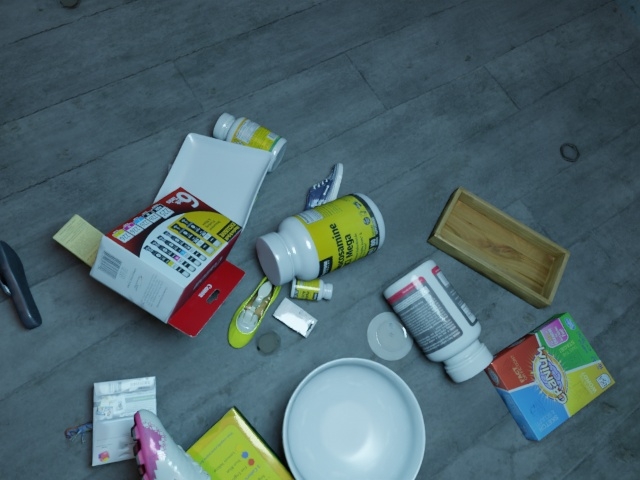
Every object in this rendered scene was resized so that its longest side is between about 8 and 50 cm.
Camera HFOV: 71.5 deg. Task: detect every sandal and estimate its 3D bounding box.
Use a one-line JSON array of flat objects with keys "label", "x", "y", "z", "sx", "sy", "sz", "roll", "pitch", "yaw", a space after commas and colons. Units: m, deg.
[{"label": "sandal", "x": -0.797, "y": 0.113, "z": 1.143, "sx": 0.054, "sy": 0.097, "sz": 0.254, "roll": -24, "pitch": 78, "yaw": -16}]

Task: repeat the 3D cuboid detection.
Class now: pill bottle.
[{"label": "pill bottle", "x": 0.335, "y": 0.227, "z": 1.254, "sx": 0.176, "sy": 0.176, "sz": 0.318, "roll": -31, "pitch": 79, "yaw": -17}, {"label": "pill bottle", "x": -0.027, "y": 0.140, "z": 1.281, "sx": 0.116, "sy": 0.065, "sz": 0.065, "roll": 8, "pitch": 71, "yaw": -7}, {"label": "pill bottle", "x": -0.218, "y": -0.306, "z": 1.369, "sx": 0.208, "sy": 0.117, "sz": 0.117, "roll": 29, "pitch": 70, "yaw": 0}, {"label": "pill bottle", "x": 0.000, "y": 0.000, "z": 1.243, "sx": 0.334, "sy": 0.188, "sz": 0.188, "roll": -23, "pitch": 77, "yaw": -25}]

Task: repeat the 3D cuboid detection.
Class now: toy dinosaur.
[{"label": "toy dinosaur", "x": -0.584, "y": 0.469, "z": 1.104, "sx": 0.082, "sy": 0.047, "sz": 0.090, "roll": 11, "pitch": 37, "yaw": 3}]

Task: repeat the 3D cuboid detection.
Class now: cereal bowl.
[{"label": "cereal bowl", "x": 0.070, "y": 0.458, "z": 1.078, "sx": 0.339, "sy": 0.141, "sz": 0.339, "roll": 3, "pitch": 73, "yaw": -9}]

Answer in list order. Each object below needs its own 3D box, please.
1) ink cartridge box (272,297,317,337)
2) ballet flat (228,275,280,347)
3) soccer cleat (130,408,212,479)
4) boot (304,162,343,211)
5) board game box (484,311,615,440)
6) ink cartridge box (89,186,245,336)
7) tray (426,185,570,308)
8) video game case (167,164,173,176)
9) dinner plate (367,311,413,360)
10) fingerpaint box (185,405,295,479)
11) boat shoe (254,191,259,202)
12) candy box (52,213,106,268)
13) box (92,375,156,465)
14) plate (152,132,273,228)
[{"label": "ink cartridge box", "x": -0.072, "y": 0.222, "z": 1.266, "sx": 0.115, "sy": 0.029, "sz": 0.063, "roll": 35, "pitch": 69, "yaw": 2}, {"label": "ballet flat", "x": -0.183, "y": 0.188, "z": 1.232, "sx": 0.077, "sy": 0.077, "sz": 0.231, "roll": 31, "pitch": 70, "yaw": 1}, {"label": "soccer cleat", "x": -0.295, "y": 0.503, "z": 0.933, "sx": 0.143, "sy": 0.116, "sz": 0.331, "roll": -15, "pitch": 75, "yaw": -29}, {"label": "boot", "x": 0.011, "y": -0.166, "z": 1.386, "sx": 0.086, "sy": 0.069, "sz": 0.190, "roll": 16, "pitch": 72, "yaw": -7}, {"label": "board game box", "x": 0.672, "y": 0.394, "z": 1.315, "sx": 0.316, "sy": 0.064, "sz": 0.242, "roll": -27, "pitch": 78, "yaw": -17}, {"label": "ink cartridge box", "x": -0.326, "y": 0.040, "z": 1.075, "sx": 0.272, "sy": 0.130, "sz": 0.309, "roll": 33, "pitch": 30, "yaw": -3}, {"label": "tray", "x": 0.567, "y": 0.022, "z": 1.417, "sx": 0.411, "sy": 0.076, "sz": 0.203, "roll": 32, "pitch": 69, "yaw": 1}, {"label": "video game case", "x": -0.419, "y": -0.173, "z": 1.347, "sx": 0.087, "sy": 0.011, "sz": 0.122, "roll": 1, "pitch": 72, "yaw": -10}, {"label": "dinner plate", "x": 0.207, "y": 0.279, "z": 1.301, "sx": 0.141, "sy": 0.017, "sz": 0.141, "roll": 3, "pitch": 70, "yaw": -9}, {"label": "fingerpaint box", "x": -0.249, "y": 0.678, "z": 1.014, "sx": 0.445, "sy": 0.163, "sz": 0.371, "roll": -41, "pitch": 82, "yaw": -18}, {"label": "boat shoe", "x": -0.265, "y": -0.088, "z": 1.314, "sx": 0.081, "sy": 0.068, "sz": 0.228, "roll": 39, "pitch": 73, "yaw": 14}, {"label": "candy box", "x": -0.511, "y": 0.081, "z": 1.156, "sx": 0.316, "sy": 0.183, "sz": 0.087, "roll": 35, "pitch": 71, "yaw": 3}, {"label": "box", "x": -0.483, "y": 0.441, "z": 1.100, "sx": 0.145, "sy": 0.038, "sz": 0.186, "roll": 0, "pitch": 70, "yaw": -27}, {"label": "plate", "x": -0.305, "y": -0.163, "z": 1.283, "sx": 0.278, "sy": 0.045, "sz": 0.277, "roll": 15, "pitch": 68, "yaw": 9}]
